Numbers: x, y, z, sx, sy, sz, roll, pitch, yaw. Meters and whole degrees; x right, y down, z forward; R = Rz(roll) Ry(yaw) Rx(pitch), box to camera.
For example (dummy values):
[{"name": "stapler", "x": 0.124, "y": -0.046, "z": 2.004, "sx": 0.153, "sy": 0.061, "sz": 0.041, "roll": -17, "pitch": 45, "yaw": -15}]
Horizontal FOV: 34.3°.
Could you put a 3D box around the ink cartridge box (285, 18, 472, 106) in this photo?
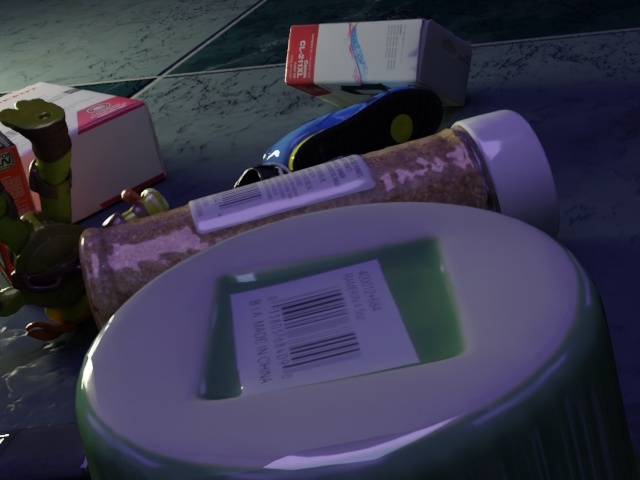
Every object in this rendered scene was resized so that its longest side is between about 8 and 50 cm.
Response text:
[{"name": "ink cartridge box", "x": 0.067, "y": -0.201, "z": 1.190, "sx": 0.175, "sy": 0.072, "sz": 0.127, "roll": 5, "pitch": -4, "yaw": 33}]

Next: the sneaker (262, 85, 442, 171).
[{"name": "sneaker", "x": 0.033, "y": -0.116, "z": 1.098, "sx": 0.209, "sy": 0.069, "sz": 0.082, "roll": -26, "pitch": 24, "yaw": -26}]

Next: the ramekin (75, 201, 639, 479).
[{"name": "ramekin", "x": 0.018, "y": 0.099, "z": 0.559, "sx": 0.303, "sy": 0.148, "sz": 0.303, "roll": -11, "pitch": 25, "yaw": 5}]

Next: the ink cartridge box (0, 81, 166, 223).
[{"name": "ink cartridge box", "x": -0.322, "y": -0.100, "z": 1.196, "sx": 0.172, "sy": 0.100, "sz": 0.237, "roll": -31, "pitch": 32, "yaw": -34}]

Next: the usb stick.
[{"name": "usb stick", "x": -0.260, "y": 0.159, "z": 0.687, "sx": 0.278, "sy": 0.045, "sz": 0.077, "roll": -8, "pitch": 26, "yaw": 11}]

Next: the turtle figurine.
[{"name": "turtle figurine", "x": -0.236, "y": 0.009, "z": 0.839, "sx": 0.270, "sy": 0.217, "sz": 0.087, "roll": -27, "pitch": 45, "yaw": -16}]

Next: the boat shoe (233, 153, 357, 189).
[{"name": "boat shoe", "x": -0.037, "y": -0.035, "z": 0.952, "sx": 0.233, "sy": 0.079, "sz": 0.084, "roll": -30, "pitch": 28, "yaw": -36}]

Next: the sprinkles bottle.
[{"name": "sprinkles bottle", "x": 0.000, "y": 0.000, "z": 0.808, "sx": 0.355, "sy": 0.121, "sz": 0.121, "roll": -16, "pitch": 25, "yaw": -7}]

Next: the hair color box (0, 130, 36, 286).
[{"name": "hair color box", "x": -0.294, "y": -0.026, "z": 0.977, "sx": 0.043, "sy": 0.141, "sz": 0.072, "roll": -20, "pitch": 25, "yaw": -22}]
